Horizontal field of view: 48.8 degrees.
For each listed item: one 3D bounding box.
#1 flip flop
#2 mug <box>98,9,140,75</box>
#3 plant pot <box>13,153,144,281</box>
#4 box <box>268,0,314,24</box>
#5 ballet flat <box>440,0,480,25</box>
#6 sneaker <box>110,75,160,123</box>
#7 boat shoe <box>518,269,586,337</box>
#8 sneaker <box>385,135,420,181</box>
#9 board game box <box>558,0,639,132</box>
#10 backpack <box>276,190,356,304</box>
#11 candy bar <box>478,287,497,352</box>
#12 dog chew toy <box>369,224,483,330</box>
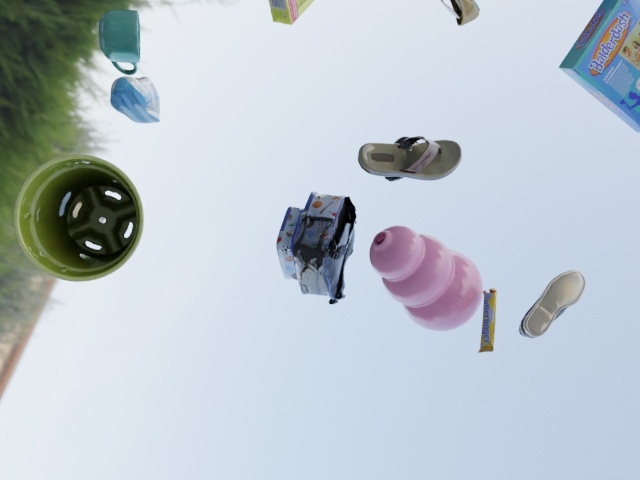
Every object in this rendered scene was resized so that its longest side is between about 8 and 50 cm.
[{"bbox_3d":[0.227,-0.214,1.735,0.080,0.277,0.112,119,-34,-57],"label":"flip flop"},{"bbox_3d":[-0.511,-0.507,1.797,0.129,0.097,0.158,-149,-121,-76],"label":"mug"},{"bbox_3d":[-0.533,-0.050,1.642,0.276,0.276,0.254,-63,-174,-2],"label":"plant pot"},{"bbox_3d":[-0.040,-0.611,1.668,0.058,0.087,0.232,19,-125,25],"label":"box"},{"bbox_3d":[0.335,-0.660,1.830,0.073,0.232,0.080,-39,-156,1],"label":"ballet flat"},{"bbox_3d":[-0.446,-0.353,1.693,0.228,0.087,0.092,83,5,-82],"label":"sneaker"},{"bbox_3d":[0.524,0.145,1.611,0.206,0.075,0.065,-42,173,-19],"label":"boat shoe"},{"bbox_3d":[0.214,-0.227,1.945,0.227,0.130,0.087,-133,-151,-65],"label":"sneaker"},{"bbox_3d":[0.534,-0.304,1.207,0.160,0.210,0.047,-56,-158,6],"label":"board game box"},{"bbox_3d":[0.000,0.000,1.978,0.276,0.213,0.263,86,24,-55],"label":"backpack"},{"bbox_3d":[0.385,0.183,1.619,0.040,0.018,0.161,-20,-131,44],"label":"candy bar"},{"bbox_3d":[0.242,0.079,1.683,0.206,0.332,0.206,-29,-139,29],"label":"dog chew toy"}]
